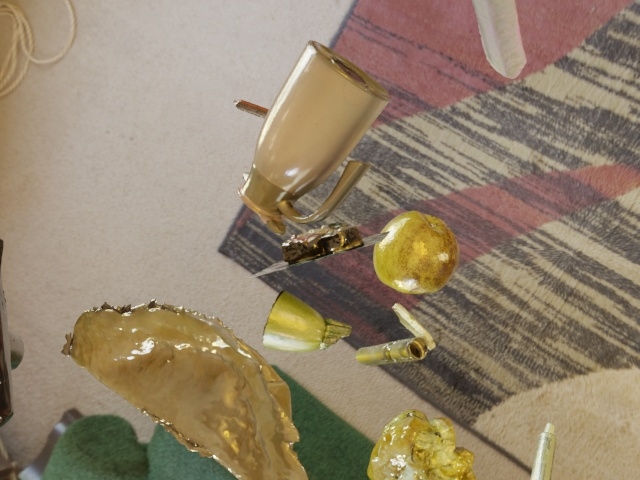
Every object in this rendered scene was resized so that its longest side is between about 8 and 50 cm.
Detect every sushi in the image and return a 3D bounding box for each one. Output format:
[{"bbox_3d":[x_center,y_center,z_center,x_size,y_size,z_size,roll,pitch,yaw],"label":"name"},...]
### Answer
[{"bbox_3d":[0.000,0.000,1.007,0.231,0.219,0.047,-16,92,12],"label":"sushi"}]

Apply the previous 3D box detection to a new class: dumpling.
[{"bbox_3d":[-0.124,0.145,0.637,0.332,0.086,0.166,30,106,12],"label":"dumpling"}]

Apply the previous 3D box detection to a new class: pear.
[{"bbox_3d":[0.217,0.023,1.323,0.197,0.197,0.197,-1,89,23],"label":"pear"}]

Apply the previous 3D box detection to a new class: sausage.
[{"bbox_3d":[-0.107,-0.279,1.305,0.198,0.028,0.025,22,103,7],"label":"sausage"}]

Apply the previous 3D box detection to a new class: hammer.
[{"bbox_3d":[-0.472,0.142,0.838,0.095,0.409,0.242,-5,78,-20],"label":"hammer"}]

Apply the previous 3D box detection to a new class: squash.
[{"bbox_3d":[-0.019,0.152,0.966,0.132,0.105,0.105,19,96,8],"label":"squash"}]

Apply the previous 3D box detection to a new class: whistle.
[{"bbox_3d":[0.183,0.298,1.535,0.068,0.326,0.057,6,73,-18],"label":"whistle"}]

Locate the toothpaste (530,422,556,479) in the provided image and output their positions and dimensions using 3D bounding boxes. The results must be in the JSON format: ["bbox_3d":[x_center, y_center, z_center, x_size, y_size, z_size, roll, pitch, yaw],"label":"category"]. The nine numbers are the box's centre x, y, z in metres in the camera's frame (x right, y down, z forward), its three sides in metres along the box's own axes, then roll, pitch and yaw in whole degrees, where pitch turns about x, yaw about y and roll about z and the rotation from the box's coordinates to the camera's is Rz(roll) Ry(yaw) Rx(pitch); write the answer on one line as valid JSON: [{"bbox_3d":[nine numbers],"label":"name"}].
[{"bbox_3d":[0.403,0.427,1.061,0.048,0.029,0.197,-19,39,50],"label":"toothpaste"}]

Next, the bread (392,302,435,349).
[{"bbox_3d":[0.248,0.228,1.545,0.028,0.068,0.154,-36,35,-7],"label":"bread"}]

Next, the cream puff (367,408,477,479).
[{"bbox_3d":[0.185,0.407,1.015,0.195,0.195,0.221,-22,76,22],"label":"cream puff"}]

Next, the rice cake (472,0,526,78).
[{"bbox_3d":[0.265,-0.372,0.891,0.056,0.365,0.072,-32,61,11],"label":"rice cake"}]

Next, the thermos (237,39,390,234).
[{"bbox_3d":[-0.011,-0.097,0.634,0.137,0.105,0.193,47,114,25],"label":"thermos"}]
